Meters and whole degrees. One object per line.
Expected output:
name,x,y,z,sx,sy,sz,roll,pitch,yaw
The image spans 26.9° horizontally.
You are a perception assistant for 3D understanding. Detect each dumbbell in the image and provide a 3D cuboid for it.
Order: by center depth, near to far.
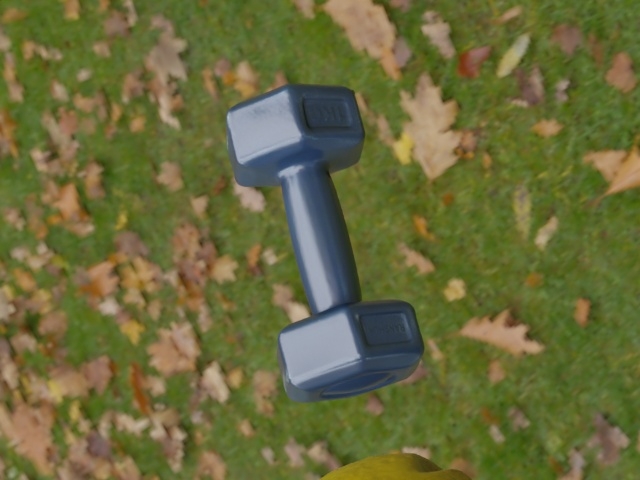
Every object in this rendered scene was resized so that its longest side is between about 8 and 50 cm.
dumbbell,0.000,0.000,1.369,0.156,0.143,0.316,100,157,-73

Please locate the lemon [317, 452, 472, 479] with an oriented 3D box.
lemon,0.069,0.378,1.453,0.297,0.297,0.297,24,127,35
